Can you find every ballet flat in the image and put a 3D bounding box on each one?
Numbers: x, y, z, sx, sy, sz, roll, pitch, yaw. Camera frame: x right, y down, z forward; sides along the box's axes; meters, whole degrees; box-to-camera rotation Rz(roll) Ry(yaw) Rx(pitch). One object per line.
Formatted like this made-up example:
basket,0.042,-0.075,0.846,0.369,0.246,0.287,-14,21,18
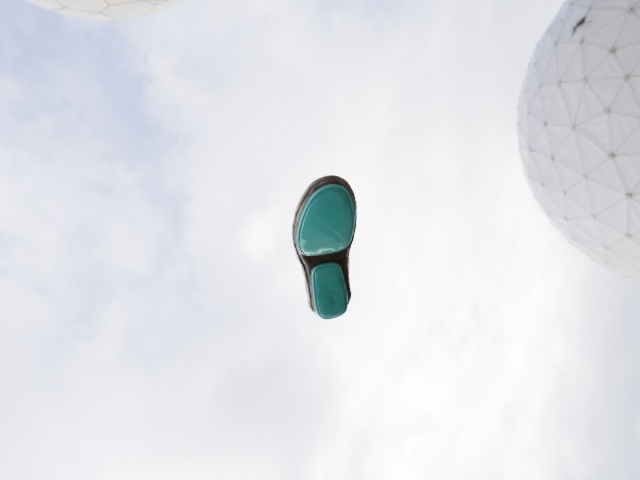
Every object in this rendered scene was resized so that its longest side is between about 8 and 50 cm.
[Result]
ballet flat,0.000,0.000,0.966,0.108,0.106,0.315,-6,-48,-9
